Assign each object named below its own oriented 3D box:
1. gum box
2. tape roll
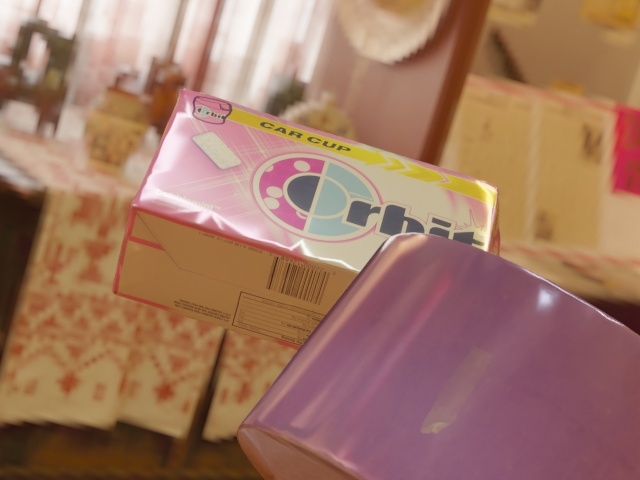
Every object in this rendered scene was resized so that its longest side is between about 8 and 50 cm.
[{"bbox_3d":[0.000,0.000,0.984,0.188,0.062,0.107,17,39,0],"label":"gum box"},{"bbox_3d":[0.070,0.087,0.605,0.189,0.080,0.189,36,-14,10],"label":"tape roll"}]
